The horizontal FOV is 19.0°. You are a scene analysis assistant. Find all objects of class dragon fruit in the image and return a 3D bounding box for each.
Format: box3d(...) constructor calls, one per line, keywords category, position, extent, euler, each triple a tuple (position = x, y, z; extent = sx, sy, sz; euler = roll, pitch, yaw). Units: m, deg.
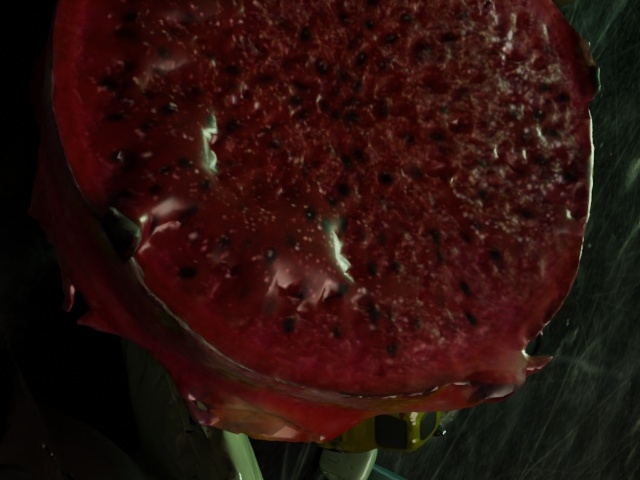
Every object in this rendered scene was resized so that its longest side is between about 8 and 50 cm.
box3d(category="dragon fruit", position=(-0.019, -0.046, 1.226), extent=(0.371, 0.386, 0.249), euler=(-27, 174, -27))

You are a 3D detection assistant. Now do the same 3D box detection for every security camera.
box3d(category="security camera", position=(0.020, 0.224, 1.806), extent=(0.092, 0.058, 0.058), euler=(-61, 154, -5))

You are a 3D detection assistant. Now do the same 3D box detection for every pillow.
box3d(category="pillow", position=(-0.084, 0.160, 1.373), extent=(0.076, 0.280, 0.274), euler=(-18, 144, -3))

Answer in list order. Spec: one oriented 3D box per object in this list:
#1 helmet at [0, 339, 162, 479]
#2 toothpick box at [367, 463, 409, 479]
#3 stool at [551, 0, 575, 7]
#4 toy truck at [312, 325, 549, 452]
box3d(category="helmet", position=(-0.169, 0.233, 1.211), extent=(0.225, 0.177, 0.305), euler=(135, -27, -70))
box3d(category="toothpick box", position=(0.042, 0.298, 1.858), extent=(0.153, 0.101, 0.101), euler=(-63, 154, -2))
box3d(category="stool", position=(0.102, -0.174, 1.491), extent=(0.264, 0.179, 0.179), euler=(-61, 154, -10))
box3d(category="toy truck", position=(0.089, 0.106, 1.712), extent=(0.224, 0.165, 0.147), euler=(-44, 147, -37))
